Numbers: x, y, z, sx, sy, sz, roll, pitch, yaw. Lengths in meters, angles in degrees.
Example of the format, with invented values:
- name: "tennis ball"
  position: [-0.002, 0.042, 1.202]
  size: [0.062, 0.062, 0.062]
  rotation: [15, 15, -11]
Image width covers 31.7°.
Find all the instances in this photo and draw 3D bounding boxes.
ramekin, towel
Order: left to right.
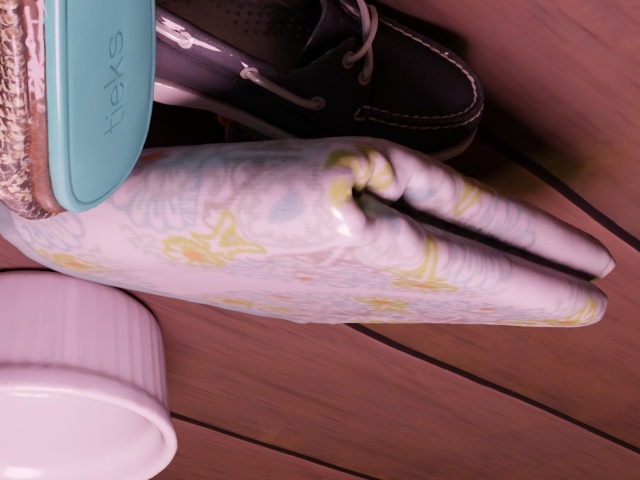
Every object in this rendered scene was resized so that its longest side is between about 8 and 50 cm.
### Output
- name: "ramekin"
  position: [-0.279, 0.145, 1.100]
  size: [0.277, 0.135, 0.277]
  rotation: [-3, 148, -2]
- name: "towel"
  position: [0.000, 0.000, 0.830]
  size: [0.320, 0.090, 0.374]
  rotation: [-4, 167, 38]

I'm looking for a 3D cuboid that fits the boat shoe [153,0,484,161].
- name: "boat shoe"
  position: [-0.016, -0.126, 0.737]
  size: [0.302, 0.114, 0.091]
  rotation: [8, 151, -20]

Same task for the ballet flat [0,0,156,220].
- name: "ballet flat"
  position: [-0.143, -0.218, 0.529]
  size: [0.182, 0.164, 0.483]
  rotation: [31, 132, 10]

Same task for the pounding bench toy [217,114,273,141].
- name: "pounding bench toy"
  position: [-0.041, -0.092, 0.811]
  size: [0.065, 0.083, 0.052]
  rotation: [2, 147, -12]
